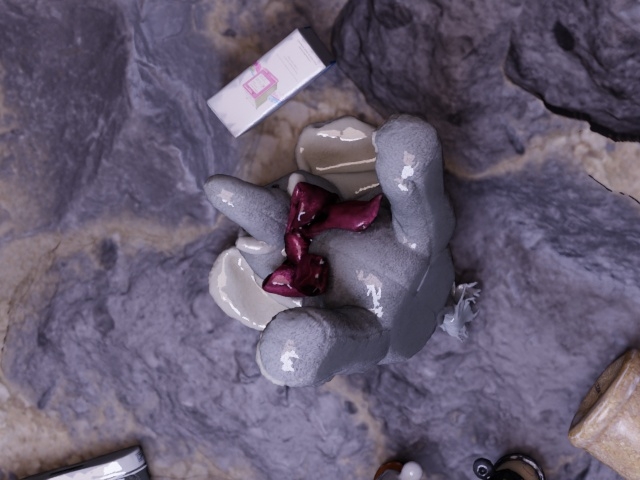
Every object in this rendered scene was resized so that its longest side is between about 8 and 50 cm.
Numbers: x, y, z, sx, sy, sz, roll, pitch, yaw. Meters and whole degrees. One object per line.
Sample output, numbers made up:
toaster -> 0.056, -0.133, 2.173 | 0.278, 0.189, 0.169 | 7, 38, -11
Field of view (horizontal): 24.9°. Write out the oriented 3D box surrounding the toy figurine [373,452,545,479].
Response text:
toy figurine -> 0.136, 0.328, 1.514 | 0.209, 0.148, 0.213 | -3, 99, 16

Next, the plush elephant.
plush elephant -> 0.000, 0.000, 1.446 | 0.255, 0.330, 0.272 | 26, 88, 28

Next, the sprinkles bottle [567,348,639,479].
sprinkles bottle -> 0.425, 0.255, 1.460 | 0.355, 0.121, 0.121 | 36, 102, 4

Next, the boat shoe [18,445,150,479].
boat shoe -> -0.293, 0.293, 1.611 | 0.219, 0.078, 0.070 | -17, 93, 10

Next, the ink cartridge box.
ink cartridge box -> -0.050, -0.164, 1.501 | 0.122, 0.088, 0.052 | -36, 93, 13
